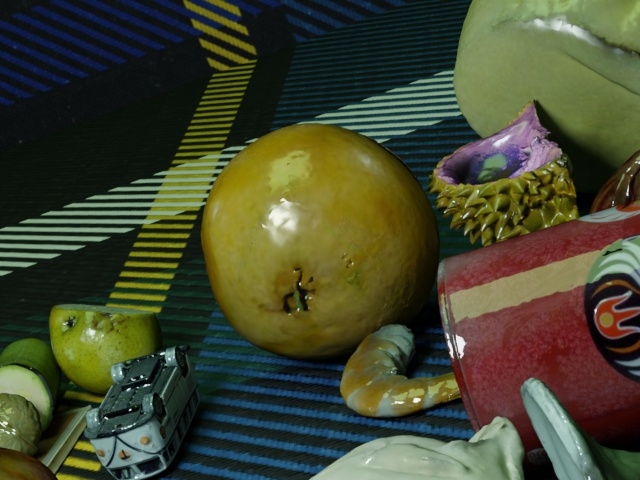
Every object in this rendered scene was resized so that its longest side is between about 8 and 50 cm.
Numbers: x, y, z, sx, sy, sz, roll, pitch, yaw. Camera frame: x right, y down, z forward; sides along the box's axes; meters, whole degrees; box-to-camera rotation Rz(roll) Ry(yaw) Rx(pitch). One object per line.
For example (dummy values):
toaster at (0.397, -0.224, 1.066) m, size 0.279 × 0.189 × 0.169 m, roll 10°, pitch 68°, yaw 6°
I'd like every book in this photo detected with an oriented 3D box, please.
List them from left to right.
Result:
book at (-0.362, 0.260, 2.082) m, size 0.170 × 0.018 × 0.241 m, roll -16°, pitch 17°, yaw 19°

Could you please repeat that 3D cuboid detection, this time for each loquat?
loquat at (0.000, 0.000, 2.015) m, size 0.263 × 0.263 × 0.263 m, roll -20°, pitch 17°, yaw 6°

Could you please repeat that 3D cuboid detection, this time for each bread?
bread at (0.322, -0.218, 2.178) m, size 0.320 × 0.320 × 0.237 m, roll -9°, pitch 31°, yaw 37°

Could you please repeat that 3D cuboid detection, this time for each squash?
squash at (-0.345, 0.168, 2.182) m, size 0.095 × 0.095 × 0.188 m, roll -21°, pitch 9°, yaw 3°

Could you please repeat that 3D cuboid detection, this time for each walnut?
walnut at (-0.345, 0.209, 2.049) m, size 0.092 × 0.092 × 0.092 m, roll -20°, pitch 17°, yaw 6°

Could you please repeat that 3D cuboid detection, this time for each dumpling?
dumpling at (0.041, 0.268, 1.402) m, size 0.318 × 0.187 × 0.243 m, roll -27°, pitch -24°, yaw -42°

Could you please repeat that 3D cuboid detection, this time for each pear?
pear at (-0.255, 0.128, 2.197) m, size 0.141 × 0.104 × 0.141 m, roll 7°, pitch -2°, yaw 0°

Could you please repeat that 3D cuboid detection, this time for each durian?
durian at (0.215, -0.031, 1.988) m, size 0.154 × 0.186 × 0.260 m, roll -32°, pitch 1°, yaw 7°

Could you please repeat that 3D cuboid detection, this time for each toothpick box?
toothpick box at (0.287, 0.062, 1.573) m, size 0.333 × 0.204 × 0.204 m, roll -17°, pitch 18°, yaw 15°

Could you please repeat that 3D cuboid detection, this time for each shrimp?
shrimp at (0.101, 0.124, 1.881) m, size 0.166 × 0.049 × 0.161 m, roll -11°, pitch 23°, yaw 28°

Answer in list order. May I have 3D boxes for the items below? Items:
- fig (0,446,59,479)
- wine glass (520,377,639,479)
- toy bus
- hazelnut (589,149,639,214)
fig at (-0.331, 0.281, 1.690) m, size 0.235 × 0.214 × 0.235 m, roll -45°, pitch 7°, yaw 7°
wine glass at (0.365, 0.100, 1.315) m, size 0.406 × 0.267 × 0.267 m, roll -28°, pitch 17°, yaw 0°
toy bus at (-0.184, 0.184, 1.972) m, size 0.087 × 0.089 × 0.194 m, roll -16°, pitch 18°, yaw 14°
hazelnut at (0.362, -0.022, 1.794) m, size 0.178 × 0.178 × 0.204 m, roll -34°, pitch 21°, yaw -34°
